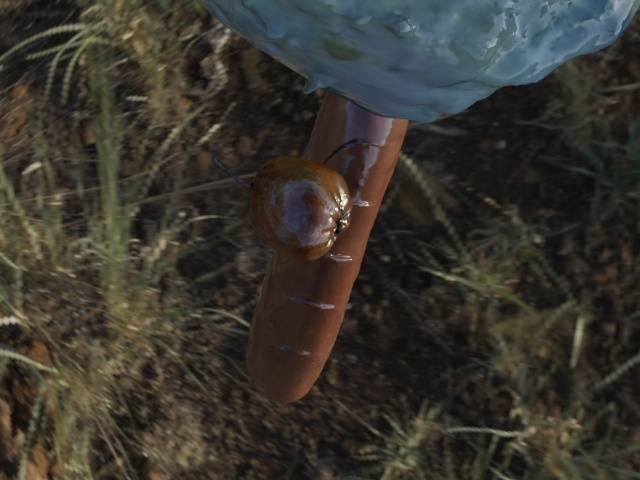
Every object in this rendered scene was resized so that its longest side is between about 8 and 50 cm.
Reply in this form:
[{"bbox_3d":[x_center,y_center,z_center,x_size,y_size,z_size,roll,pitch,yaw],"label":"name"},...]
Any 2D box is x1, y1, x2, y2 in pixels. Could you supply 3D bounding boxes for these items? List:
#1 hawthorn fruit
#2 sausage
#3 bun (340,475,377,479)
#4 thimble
[{"bbox_3d":[-0.030,-0.026,0.939,0.103,0.067,0.067,18,85,21],"label":"hawthorn fruit"},{"bbox_3d":[0.001,0.001,1.272,0.087,0.088,0.433,0,135,-17],"label":"sausage"},{"bbox_3d":[0.041,0.286,1.160,0.293,0.293,0.187,18,102,-17],"label":"bun"},{"bbox_3d":[0.035,-0.163,0.579,0.172,0.205,0.250,30,44,-20],"label":"thimble"}]
